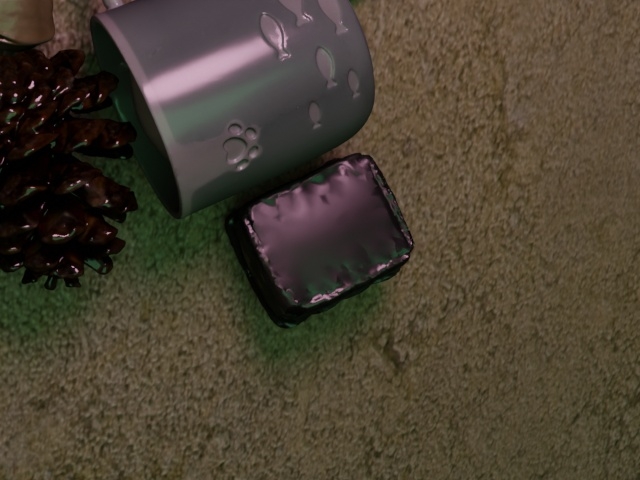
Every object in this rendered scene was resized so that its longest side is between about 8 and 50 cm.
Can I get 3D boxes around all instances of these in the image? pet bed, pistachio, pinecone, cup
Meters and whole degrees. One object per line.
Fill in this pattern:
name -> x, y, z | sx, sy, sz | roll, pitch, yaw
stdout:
pet bed -> 0.000, 0.000, 1.522 | 0.211, 0.159, 0.183 | -28, 90, -13
pistachio -> -0.375, -0.271, 1.290 | 0.149, 0.113, 0.113 | 11, 103, -26
pinecone -> -0.321, -0.085, 1.307 | 0.244, 0.244, 0.309 | -25, 124, -13
cup -> -0.114, -0.239, 1.340 | 0.275, 0.259, 0.356 | -24, 102, -15
